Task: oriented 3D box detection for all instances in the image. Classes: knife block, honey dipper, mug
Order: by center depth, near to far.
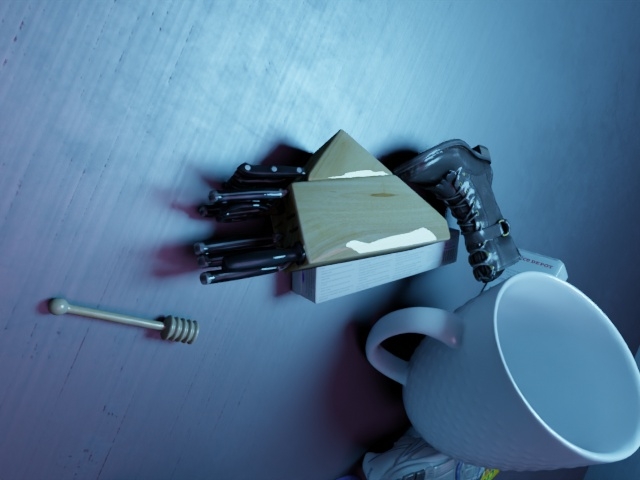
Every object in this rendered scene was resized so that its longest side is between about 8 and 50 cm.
[{"bbox_3d":[-0.216,0.088,0.467,0.160,0.030,0.030,25,89,-37],"label":"honey dipper"},{"bbox_3d":[0.000,0.000,0.509,0.275,0.088,0.242,38,67,-14],"label":"knife block"},{"bbox_3d":[0.258,0.226,0.713,0.374,0.328,0.276,26,51,-8],"label":"mug"}]

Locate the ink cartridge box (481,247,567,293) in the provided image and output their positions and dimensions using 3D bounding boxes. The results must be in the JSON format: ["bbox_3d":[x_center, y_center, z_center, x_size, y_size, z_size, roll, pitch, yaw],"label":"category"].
[{"bbox_3d":[0.455,0.118,0.939,0.175,0.127,0.072,-55,131,-10],"label":"ink cartridge box"}]

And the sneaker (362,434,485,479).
[{"bbox_3d":[0.221,0.444,0.843,0.297,0.129,0.111,2,100,-26],"label":"sneaker"}]

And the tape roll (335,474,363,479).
[{"bbox_3d":[0.044,0.562,0.794,0.189,0.080,0.189,-12,111,-35],"label":"tape roll"}]

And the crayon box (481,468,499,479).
[{"bbox_3d":[0.369,0.541,1.042,0.202,0.081,0.318,-21,117,-32],"label":"crayon box"}]

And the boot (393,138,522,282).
[{"bbox_3d":[0.246,-0.042,0.686,0.263,0.091,0.229,-9,81,-38],"label":"boot"}]

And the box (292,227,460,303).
[{"bbox_3d":[0.104,0.027,0.674,0.324,0.063,0.067,-12,110,-35],"label":"box"}]
